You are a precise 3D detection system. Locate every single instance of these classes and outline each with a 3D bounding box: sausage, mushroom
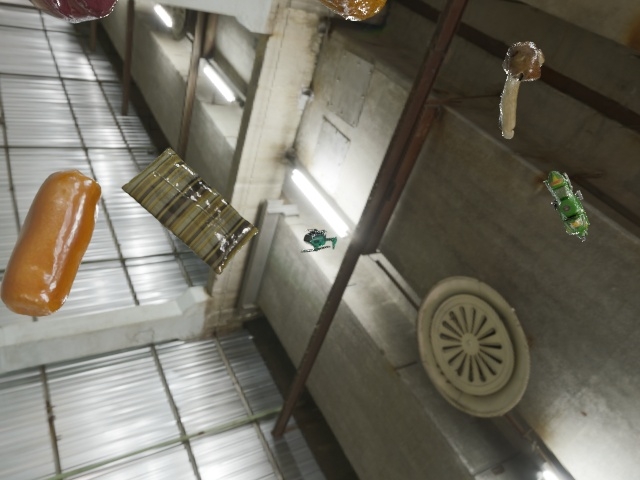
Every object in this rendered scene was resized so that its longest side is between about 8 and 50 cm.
[{"bbox_3d":[-0.401,-0.004,0.743,0.098,0.098,0.239,-33,-137,54],"label":"sausage"},{"bbox_3d":[0.332,-0.250,0.825,0.187,0.061,0.060,73,2,-58],"label":"mushroom"}]

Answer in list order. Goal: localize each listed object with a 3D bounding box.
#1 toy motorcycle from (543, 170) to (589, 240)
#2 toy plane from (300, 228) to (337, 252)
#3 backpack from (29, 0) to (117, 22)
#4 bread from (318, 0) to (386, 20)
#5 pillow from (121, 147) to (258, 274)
[{"bbox_3d":[0.613,-0.084,1.218,0.074,0.106,0.190,-25,-95,30],"label":"toy motorcycle"},{"bbox_3d":[0.000,0.000,2.001,0.060,0.235,0.096,8,-81,38],"label":"toy plane"},{"bbox_3d":[-0.475,-0.546,0.849,0.197,0.317,0.284,5,-114,22],"label":"backpack"},{"bbox_3d":[0.038,-0.419,0.649,0.138,0.240,0.240,10,-71,17],"label":"bread"},{"bbox_3d":[-0.205,-0.049,0.793,0.203,0.113,0.038,42,-33,-9],"label":"pillow"}]
